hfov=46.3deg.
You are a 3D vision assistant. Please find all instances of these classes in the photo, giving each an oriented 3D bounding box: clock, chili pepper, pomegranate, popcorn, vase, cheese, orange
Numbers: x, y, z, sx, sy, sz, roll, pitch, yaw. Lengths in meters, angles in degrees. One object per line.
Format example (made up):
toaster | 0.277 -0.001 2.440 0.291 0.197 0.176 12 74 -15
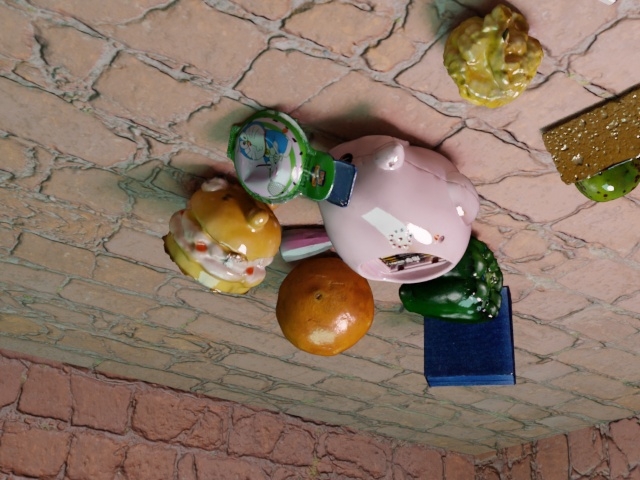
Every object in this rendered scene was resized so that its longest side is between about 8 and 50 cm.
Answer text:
clock | 0.155 -0.064 1.677 0.368 0.250 0.376 -14 146 32
chili pepper | 0.349 0.110 2.002 0.256 0.233 0.248 -8 145 32
pomegranate | 0.607 -0.147 1.603 0.169 0.122 0.143 19 150 -27
popcorn | 0.302 -0.321 1.321 0.180 0.180 0.170 15 177 -19
vase | 0.000 0.000 1.997 0.214 0.086 0.086 -9 149 15
cheese | -0.068 -0.162 1.579 0.320 0.204 0.083 23 -158 26
orange | 0.011 0.185 2.113 0.284 0.284 0.226 -1 157 10

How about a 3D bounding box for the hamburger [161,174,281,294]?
hamburger | -0.216 -0.025 1.806 0.276 0.276 0.237 25 115 -32

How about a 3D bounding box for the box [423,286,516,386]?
box | 0.446 0.290 2.251 0.261 0.279 0.116 -5 151 17

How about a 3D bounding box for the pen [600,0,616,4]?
pen | 0.370 -0.438 1.202 0.269 0.033 0.033 16 149 -20

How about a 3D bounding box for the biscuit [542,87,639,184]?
biscuit | 0.574 -0.207 1.519 0.231 0.131 0.025 -23 -177 40
